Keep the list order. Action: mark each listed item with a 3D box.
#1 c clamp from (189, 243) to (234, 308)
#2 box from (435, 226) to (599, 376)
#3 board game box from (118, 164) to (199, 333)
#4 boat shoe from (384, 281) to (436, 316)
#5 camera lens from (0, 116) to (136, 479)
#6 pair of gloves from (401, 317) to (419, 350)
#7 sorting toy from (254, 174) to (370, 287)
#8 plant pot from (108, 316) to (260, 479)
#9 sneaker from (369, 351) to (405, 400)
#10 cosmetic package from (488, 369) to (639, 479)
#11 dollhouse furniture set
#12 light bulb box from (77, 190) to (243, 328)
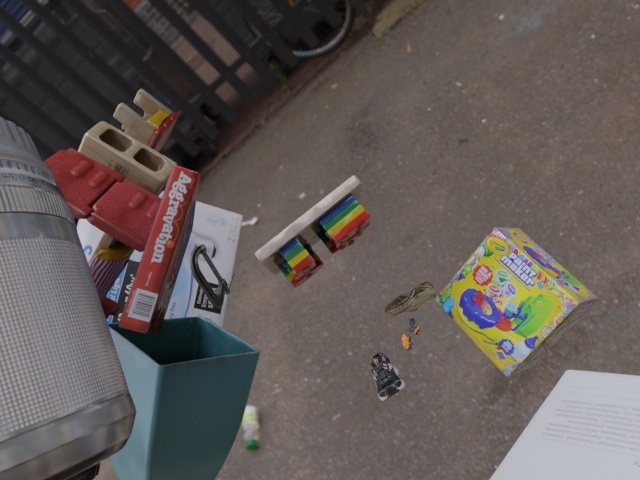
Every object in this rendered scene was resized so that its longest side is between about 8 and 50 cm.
[{"bbox_3d":[-0.231,0.070,1.220,0.022,0.160,0.137,-15,41,14],"label":"c clamp"},{"bbox_3d":[0.528,0.160,1.582,0.290,0.177,0.279,49,119,30],"label":"box"},{"bbox_3d":[-0.166,0.026,0.617,0.281,0.027,0.145,148,139,-74],"label":"board game box"},{"bbox_3d":[0.224,0.155,1.429,0.135,0.045,0.050,-30,29,9],"label":"boat shoe"},{"bbox_3d":[-0.277,0.070,0.427,0.219,0.219,0.274,-26,81,34],"label":"camera lens"},{"bbox_3d":[0.245,0.257,1.592,0.074,0.010,0.083,-115,43,-70],"label":"pair of gloves"},{"bbox_3d":[0.000,0.000,1.264,0.257,0.089,0.255,-39,-8,-4],"label":"sorting toy"},{"bbox_3d":[-0.218,0.254,0.856,0.166,0.165,0.234,17,101,44],"label":"plant pot"},{"bbox_3d":[0.148,0.320,1.387,0.072,0.077,0.178,-34,5,0],"label":"sneaker"},{"bbox_3d":[0.514,0.463,0.929,0.394,0.329,0.327,-35,17,-34],"label":"cosmetic package"},{"bbox_3d":[-0.289,-0.046,0.822,0.201,0.152,0.374,-53,13,27],"label":"dollhouse furniture set"},{"bbox_3d":[-0.414,0.078,1.383,0.225,0.361,0.358,-37,42,57],"label":"light bulb box"}]
